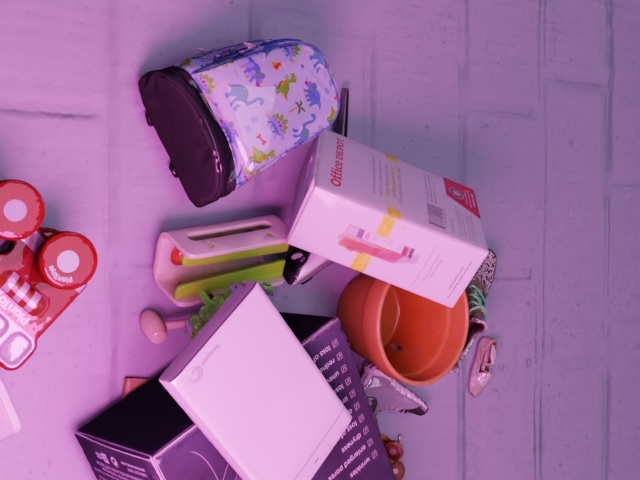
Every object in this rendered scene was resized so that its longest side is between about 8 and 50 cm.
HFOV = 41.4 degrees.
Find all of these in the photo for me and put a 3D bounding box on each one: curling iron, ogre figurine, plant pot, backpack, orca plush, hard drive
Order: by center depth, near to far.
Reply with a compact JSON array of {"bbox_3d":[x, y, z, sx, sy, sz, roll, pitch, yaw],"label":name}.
[{"bbox_3d":[-0.098,0.277,1.473,0.233,0.047,0.353,-50,121,-30],"label":"hard drive"},{"bbox_3d":[-0.191,0.142,1.646,0.118,0.197,0.097,37,35,-65],"label":"ogre figurine"},{"bbox_3d":[-0.136,-0.272,1.718,0.355,0.273,0.290,-33,104,-46],"label":"backpack"},{"bbox_3d":[0.000,0.000,1.905,0.287,0.151,0.102,-35,80,-31],"label":"orca plush"},{"bbox_3d":[0.054,-0.217,1.979,0.068,0.035,0.274,-6,96,-42],"label":"curling iron"},{"bbox_3d":[0.175,0.178,1.979,0.290,0.203,0.291,-2,93,-39],"label":"plant pot"}]

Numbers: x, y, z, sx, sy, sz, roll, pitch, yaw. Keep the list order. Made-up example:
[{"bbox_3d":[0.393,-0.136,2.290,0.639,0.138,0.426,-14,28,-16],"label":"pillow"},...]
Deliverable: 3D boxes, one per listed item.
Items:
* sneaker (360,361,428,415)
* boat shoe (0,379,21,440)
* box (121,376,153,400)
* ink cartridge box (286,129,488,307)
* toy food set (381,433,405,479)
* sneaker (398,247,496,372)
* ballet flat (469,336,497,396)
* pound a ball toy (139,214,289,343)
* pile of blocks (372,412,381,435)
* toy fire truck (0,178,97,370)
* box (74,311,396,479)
[{"bbox_3d":[0.155,0.399,2.060,0.228,0.086,0.132,40,79,-29],"label":"sneaker"},{"bbox_3d":[-0.589,0.271,1.480,0.063,0.066,0.184,-32,120,-34],"label":"boat shoe"},{"bbox_3d":[-0.331,0.380,1.703,0.164,0.021,0.201,12,82,-40],"label":"box"},{"bbox_3d":[0.137,-0.055,1.803,0.384,0.279,0.160,22,121,-10],"label":"ink cartridge box"},{"bbox_3d":[0.149,0.538,2.054,0.217,0.071,0.128,4,89,-38],"label":"toy food set"},{"bbox_3d":[0.373,0.193,2.148,0.158,0.182,0.410,46,64,-29],"label":"sneaker"},{"bbox_3d":[0.441,0.342,2.288,0.057,0.052,0.168,17,81,-37],"label":"ballet flat"},{"bbox_3d":[-0.225,0.065,1.731,0.319,0.135,0.208,-11,129,-40],"label":"pound a ball toy"},{"bbox_3d":[0.017,0.349,1.909,0.362,0.112,0.149,64,20,-15],"label":"pile of blocks"},{"bbox_3d":[-0.549,0.042,1.434,0.302,0.169,0.254,49,67,-27],"label":"toy fire truck"},{"bbox_3d":[-0.134,0.458,1.667,0.480,0.297,0.472,-33,111,-37],"label":"box"}]
